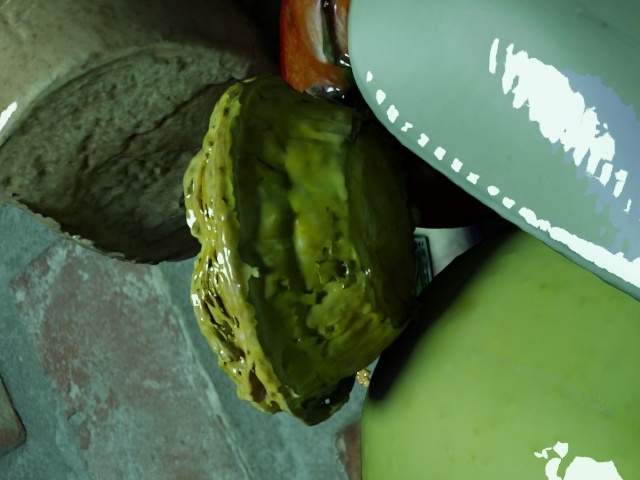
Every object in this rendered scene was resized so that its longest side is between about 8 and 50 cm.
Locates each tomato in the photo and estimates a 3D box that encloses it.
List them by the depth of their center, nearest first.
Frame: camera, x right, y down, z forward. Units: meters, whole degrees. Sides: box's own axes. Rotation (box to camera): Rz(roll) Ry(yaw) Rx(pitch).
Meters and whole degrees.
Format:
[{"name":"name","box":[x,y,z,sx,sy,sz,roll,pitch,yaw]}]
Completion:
[{"name":"tomato","box":[0.045,-0.104,0.854,0.228,0.101,0.228,27,129,38]}]

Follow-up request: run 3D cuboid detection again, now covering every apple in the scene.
[{"name":"apple","box":[0.190,0.159,0.773,0.320,0.311,0.360,41,157,-25]}]

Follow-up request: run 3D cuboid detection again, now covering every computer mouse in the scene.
[{"name":"computer mouse","box":[0.150,-0.090,0.673,0.331,0.095,0.197,37,96,31]}]

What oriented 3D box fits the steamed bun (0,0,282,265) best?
[{"name":"steamed bun","box":[-0.147,-0.134,0.951,0.199,0.301,0.251,-40,64,14]}]

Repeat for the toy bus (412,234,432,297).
[{"name":"toy bus","box":[0.060,0.035,0.955,0.031,0.037,0.083,11,115,49]}]

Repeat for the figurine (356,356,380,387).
[{"name":"figurine","box":[0.048,0.096,0.996,0.109,0.047,0.064,63,167,-4]}]

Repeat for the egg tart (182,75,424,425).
[{"name":"egg tart","box":[0.001,0.001,0.766,0.090,0.212,0.212,-7,104,21]}]
